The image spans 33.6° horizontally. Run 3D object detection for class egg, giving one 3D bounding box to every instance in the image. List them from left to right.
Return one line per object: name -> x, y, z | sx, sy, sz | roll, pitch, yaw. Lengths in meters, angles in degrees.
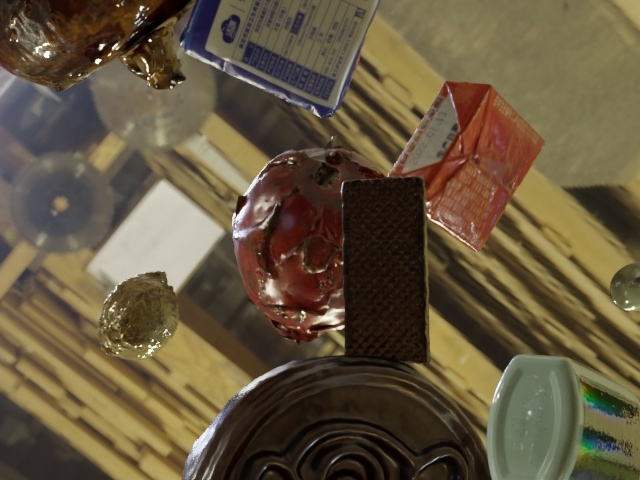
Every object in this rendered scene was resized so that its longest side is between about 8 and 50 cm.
egg -> -0.265, 0.112, 1.547 | 0.116, 0.140, 0.118 | 35, -167, -27

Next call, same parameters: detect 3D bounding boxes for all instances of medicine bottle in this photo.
medicine bottle -> 0.232, 0.179, 0.932 | 0.083, 0.121, 0.229 | 0, 163, 37

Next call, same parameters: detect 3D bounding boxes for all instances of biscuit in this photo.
biscuit -> 0.035, 0.331, 1.207 | 0.407, 0.407, 0.091 | 40, 159, -13
biscuit -> 0.083, 0.044, 1.336 | 0.106, 0.252, 0.070 | -1, 174, 9

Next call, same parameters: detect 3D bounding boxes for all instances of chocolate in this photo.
chocolate -> 0.245, -0.129, 1.789 | 0.108, 0.235, 0.237 | 32, -178, 41

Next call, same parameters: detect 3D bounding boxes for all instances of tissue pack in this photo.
tissue pack -> -0.019, -0.304, 1.204 | 0.209, 0.270, 0.137 | 25, -157, 7

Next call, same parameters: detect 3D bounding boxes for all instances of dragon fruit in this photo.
dragon fruit -> 0.000, 0.000, 1.684 | 0.295, 0.295, 0.302 | 36, 143, 17

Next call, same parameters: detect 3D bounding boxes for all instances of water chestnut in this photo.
water chestnut -> -0.261, -0.317, 1.300 | 0.302, 0.350, 0.350 | 50, 170, -21

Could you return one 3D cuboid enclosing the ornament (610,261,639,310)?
ornament -> 0.402, 0.055, 1.234 | 0.156, 0.075, 0.081 | 178, 83, -83
